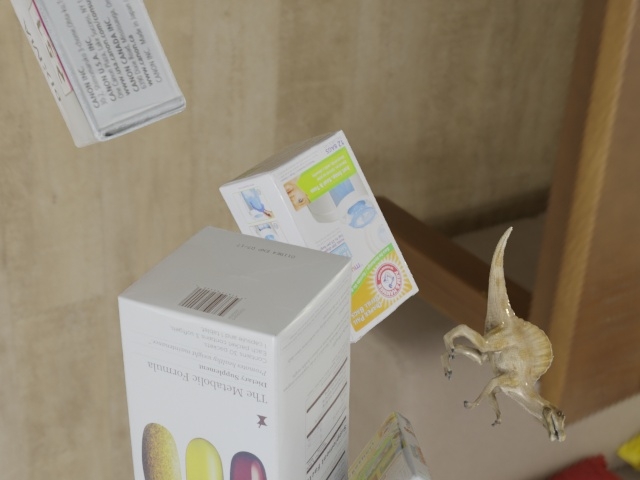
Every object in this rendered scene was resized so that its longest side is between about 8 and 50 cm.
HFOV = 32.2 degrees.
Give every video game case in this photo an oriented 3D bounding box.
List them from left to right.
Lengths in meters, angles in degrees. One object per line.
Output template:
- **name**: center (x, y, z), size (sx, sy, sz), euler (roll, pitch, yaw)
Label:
- **video game case**: center (0.016, 0.271, 0.981), size (0.026, 0.206, 0.227), euler (35, 94, -4)

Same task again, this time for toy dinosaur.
- **toy dinosaur**: center (0.150, 0.089, 0.945), size (0.092, 0.183, 0.053), euler (-15, 169, -9)

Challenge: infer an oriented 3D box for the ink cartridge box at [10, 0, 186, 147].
- **ink cartridge box**: center (-0.181, -0.193, 0.690), size (0.060, 0.239, 0.275), euler (-25, 100, -16)

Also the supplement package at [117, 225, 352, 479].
- **supplement package**: center (-0.062, 0.134, 0.888), size (0.134, 0.139, 0.244), euler (-44, 140, -54)

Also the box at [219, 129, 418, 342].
- **box**: center (0.000, 0.000, 1.204), size (0.114, 0.103, 0.203), euler (-34, 104, -34)
